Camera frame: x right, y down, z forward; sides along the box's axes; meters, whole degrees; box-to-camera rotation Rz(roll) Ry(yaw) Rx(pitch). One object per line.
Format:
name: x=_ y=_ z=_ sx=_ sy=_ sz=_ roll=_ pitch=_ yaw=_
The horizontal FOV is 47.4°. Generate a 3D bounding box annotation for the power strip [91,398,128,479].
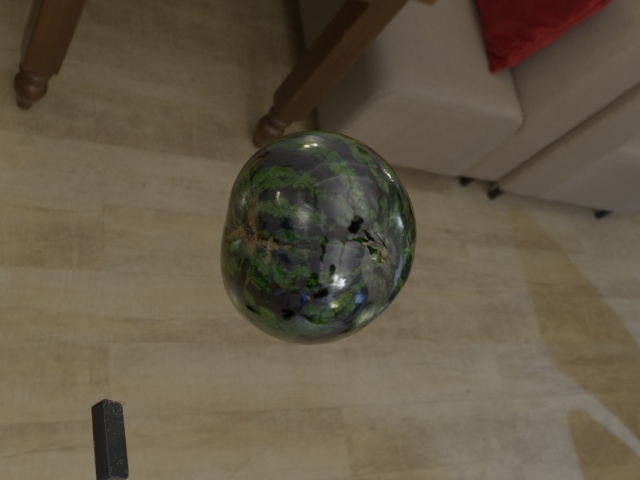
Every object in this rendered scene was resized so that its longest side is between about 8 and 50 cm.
power strip: x=-0.283 y=0.269 z=0.978 sx=0.038 sy=0.029 sz=0.111 roll=36 pitch=31 yaw=-50

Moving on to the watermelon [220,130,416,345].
watermelon: x=-0.004 y=-0.001 z=0.918 sx=0.268 sy=0.269 sz=0.269 roll=15 pitch=59 yaw=-27
